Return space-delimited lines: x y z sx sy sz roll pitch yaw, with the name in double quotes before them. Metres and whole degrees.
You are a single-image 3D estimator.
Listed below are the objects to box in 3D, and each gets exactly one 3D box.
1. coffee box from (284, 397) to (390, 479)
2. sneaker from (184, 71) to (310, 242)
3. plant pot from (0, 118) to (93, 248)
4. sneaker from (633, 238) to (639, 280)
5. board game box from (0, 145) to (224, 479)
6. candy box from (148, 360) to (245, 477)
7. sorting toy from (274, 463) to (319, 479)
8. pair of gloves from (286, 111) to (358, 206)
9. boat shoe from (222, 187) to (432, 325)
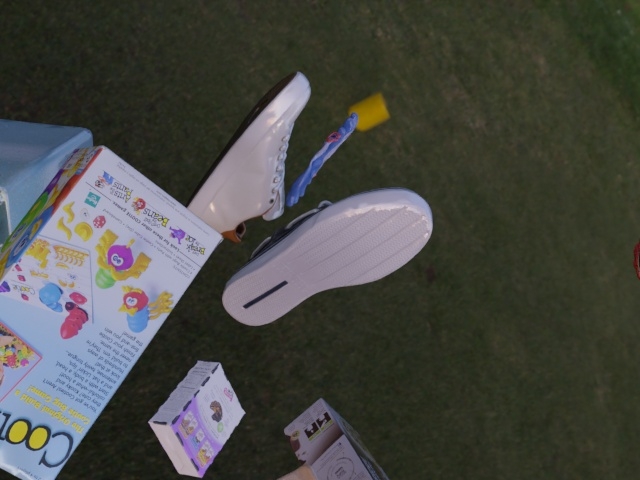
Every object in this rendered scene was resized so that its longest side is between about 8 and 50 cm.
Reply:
"coffee box" 0.056 0.494 1.673 0.168 0.119 0.297 49 -1 -33
"sneaker" -0.077 -0.112 1.145 0.123 0.290 0.106 34 34 -12
"plant pot" -0.604 -0.078 1.542 0.252 0.247 0.248 -68 163 -66
"sneaker" 0.362 0.091 0.727 0.225 0.088 0.093 56 17 6
"board game box" -0.245 0.063 0.752 0.144 0.142 0.275 40 76 -25
"candy box" -0.269 0.393 1.766 0.196 0.070 0.165 -53 131 -44
"sorting toy" -0.065 0.444 1.121 0.193 0.208 0.038 56 -13 37
"pair of gloves" 0.006 -0.141 1.368 0.023 0.159 0.198 38 33 1
"boat shoe" 0.000 0.000 1.072 0.121 0.335 0.119 48 33 -27
